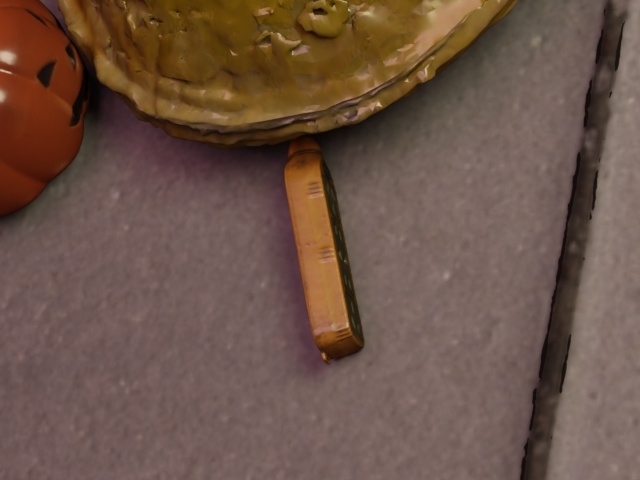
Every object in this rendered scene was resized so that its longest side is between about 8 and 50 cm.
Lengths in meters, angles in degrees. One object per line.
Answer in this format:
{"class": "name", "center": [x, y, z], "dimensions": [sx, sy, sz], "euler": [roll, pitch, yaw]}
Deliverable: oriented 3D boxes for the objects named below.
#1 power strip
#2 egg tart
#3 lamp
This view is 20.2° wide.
{"class": "power strip", "center": [0.000, 0.000, 1.269], "dimensions": [0.028, 0.049, 0.178], "euler": [-15, 68, 11]}
{"class": "egg tart", "center": [-0.027, -0.278, 1.285], "dimensions": [0.443, 0.178, 0.443], "euler": [-12, 62, 24]}
{"class": "lamp", "center": [-0.273, -0.112, 1.355], "dimensions": [0.187, 0.164, 0.188], "euler": [-7, 73, 22]}
